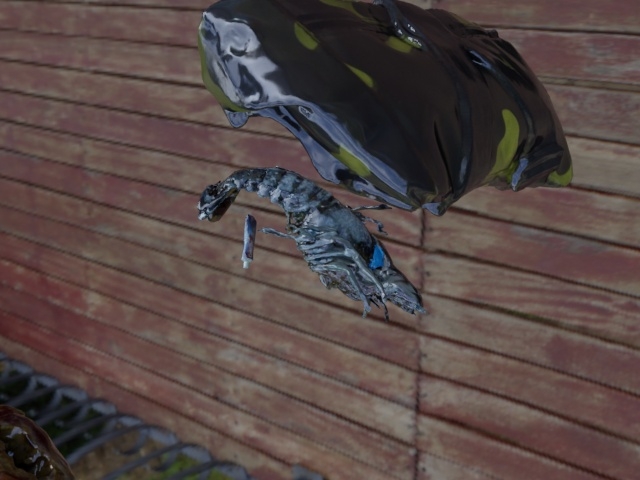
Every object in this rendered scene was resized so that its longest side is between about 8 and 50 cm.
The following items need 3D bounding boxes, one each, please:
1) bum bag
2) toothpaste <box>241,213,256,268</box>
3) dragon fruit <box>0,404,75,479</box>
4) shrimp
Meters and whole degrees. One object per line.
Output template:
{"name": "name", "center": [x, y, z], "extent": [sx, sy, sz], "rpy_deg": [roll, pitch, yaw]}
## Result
{"name": "bum bag", "center": [0.049, -0.059, 0.437], "extent": [0.060, 0.232, 0.106], "rpy_deg": [-46, 71, 31]}
{"name": "toothpaste", "center": [-0.110, 0.002, 1.567], "extent": [0.019, 0.027, 0.083], "rpy_deg": [-4, 71, 32]}
{"name": "dragon fruit", "center": [-0.245, 0.253, 0.624], "extent": [0.315, 0.250, 0.250], "rpy_deg": [-38, 73, 31]}
{"name": "shrimp", "center": [0.001, -0.005, 0.696], "extent": [0.174, 0.082, 0.076], "rpy_deg": [30, 100, 5]}
